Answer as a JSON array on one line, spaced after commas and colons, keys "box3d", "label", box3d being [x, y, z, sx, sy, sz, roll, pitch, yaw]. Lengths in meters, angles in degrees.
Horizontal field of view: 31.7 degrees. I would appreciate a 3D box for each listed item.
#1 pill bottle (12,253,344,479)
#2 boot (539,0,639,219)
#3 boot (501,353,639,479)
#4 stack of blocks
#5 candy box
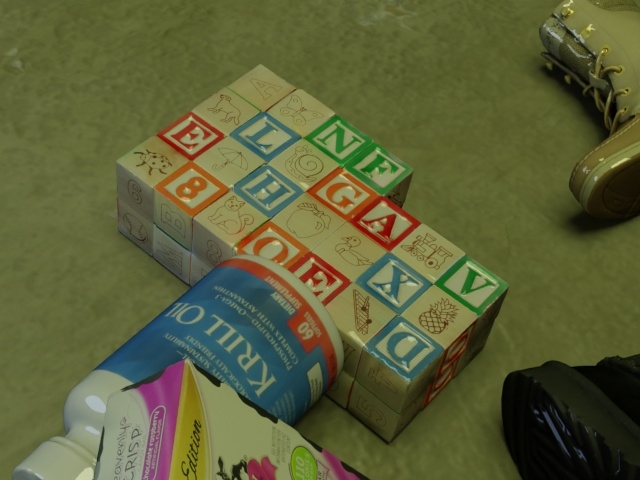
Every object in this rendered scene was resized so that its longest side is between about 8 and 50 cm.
[{"box3d": [-0.095, 0.118, 0.770, 0.124, 0.124, 0.221, 34, 54, 19], "label": "pill bottle"}, {"box3d": [0.272, -0.138, 1.057, 0.262, 0.095, 0.203, -30, 61, -31], "label": "boot"}, {"box3d": [0.308, 0.157, 0.745, 0.260, 0.131, 0.348, -11, 33, -17], "label": "boot"}, {"box3d": [0.000, 0.000, 0.906, 0.297, 0.087, 0.171, 37, 54, 21], "label": "stack of blocks"}, {"box3d": [-0.030, 0.195, 0.658, 0.233, 0.071, 0.159, 38, 38, -35], "label": "candy box"}]
